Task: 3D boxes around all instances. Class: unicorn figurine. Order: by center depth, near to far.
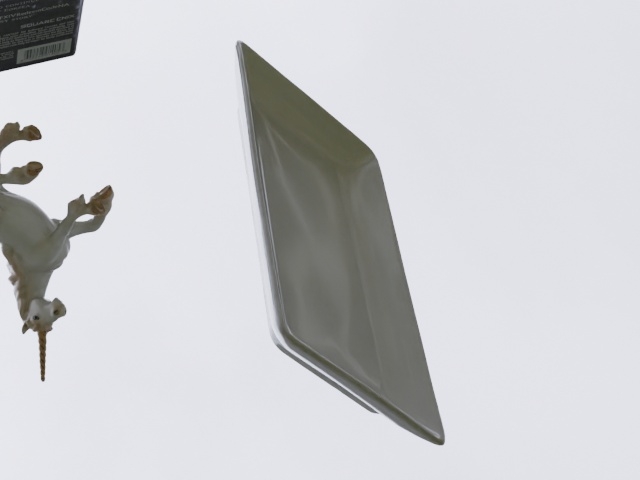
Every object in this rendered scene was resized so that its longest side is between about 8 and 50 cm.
[{"bbox_3d":[-0.192,-0.006,1.039,0.162,0.111,0.060,48,-154,-10],"label":"unicorn figurine"}]

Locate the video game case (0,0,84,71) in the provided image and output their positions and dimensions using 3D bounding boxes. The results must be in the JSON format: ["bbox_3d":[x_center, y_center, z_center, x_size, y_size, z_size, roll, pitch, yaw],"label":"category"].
[{"bbox_3d":[-0.267,-0.195,1.173,0.196,0.274,0.026,-15,-110,-20],"label":"video game case"}]

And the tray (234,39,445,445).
[{"bbox_3d":[0.000,0.000,0.963,0.030,0.270,0.145,-37,-52,23],"label":"tray"}]
